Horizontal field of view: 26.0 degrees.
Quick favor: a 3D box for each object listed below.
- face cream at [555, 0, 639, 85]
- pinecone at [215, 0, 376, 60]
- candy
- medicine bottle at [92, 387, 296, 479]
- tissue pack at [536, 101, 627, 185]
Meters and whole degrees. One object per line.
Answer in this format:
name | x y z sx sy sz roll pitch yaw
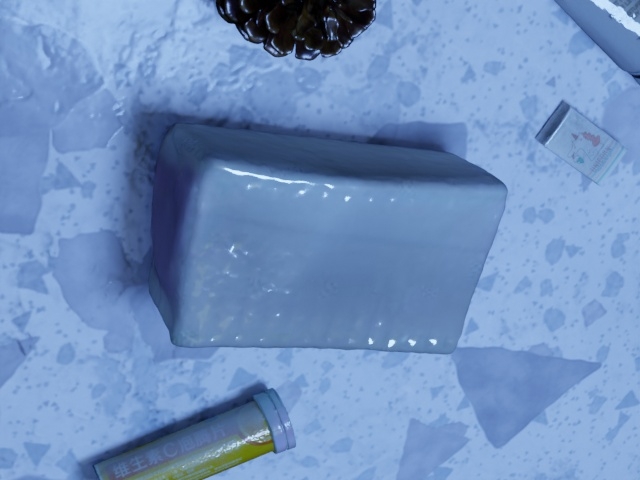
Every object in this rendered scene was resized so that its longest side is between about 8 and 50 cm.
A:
face cream | 0.312 -0.275 1.495 0.143 0.089 0.314 -45 114 1
pinecone | -0.015 -0.243 1.294 0.163 0.165 0.163 -14 125 -20
candy | 0.000 -0.003 1.438 0.359 0.145 0.208 3 115 -26
medicine bottle | -0.139 0.237 1.538 0.218 0.074 0.074 -21 122 -13
tissue pack | 0.302 -0.111 1.598 0.108 0.023 0.056 31 99 -34
